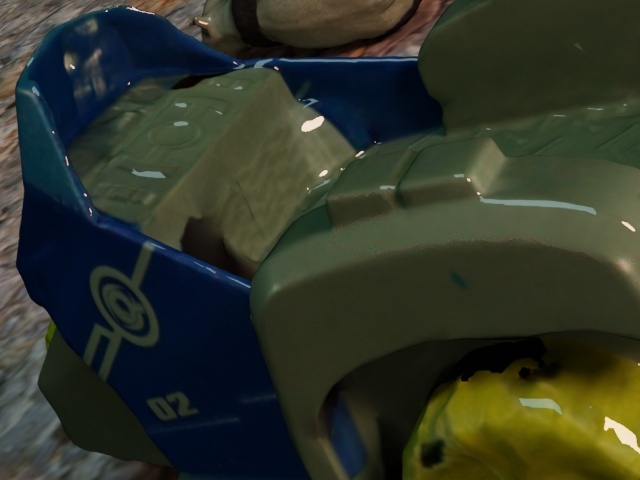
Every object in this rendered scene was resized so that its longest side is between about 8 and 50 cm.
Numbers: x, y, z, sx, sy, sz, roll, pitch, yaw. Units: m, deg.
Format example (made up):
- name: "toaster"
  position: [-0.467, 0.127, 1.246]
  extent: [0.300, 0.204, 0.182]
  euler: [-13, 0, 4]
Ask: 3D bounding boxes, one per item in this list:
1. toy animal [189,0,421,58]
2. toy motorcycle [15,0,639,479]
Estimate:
- name: "toy animal"
  position: [-0.008, -0.188, 0.947]
  extent: [0.225, 0.094, 0.121]
  euler: [-1, 45, 41]
- name: "toy motorcycle"
  position: [0.000, 0.000, 0.457]
  extent: [0.326, 0.200, 0.191]
  euler: [-6, 33, 33]
